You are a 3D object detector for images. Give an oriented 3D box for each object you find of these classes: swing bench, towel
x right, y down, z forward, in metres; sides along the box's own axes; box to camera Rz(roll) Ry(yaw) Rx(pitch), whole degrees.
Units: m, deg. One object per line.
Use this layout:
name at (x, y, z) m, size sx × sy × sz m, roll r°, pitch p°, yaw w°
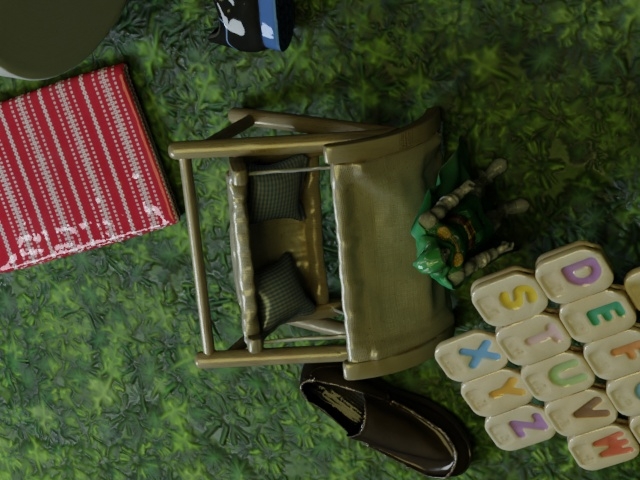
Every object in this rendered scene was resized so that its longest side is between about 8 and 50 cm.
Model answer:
swing bench at (0.000, 0.000, 1.685) m, size 0.254 × 0.165 × 0.253 m, roll 3°, pitch 111°, yaw 24°
towel at (-0.305, -0.081, 1.875) m, size 0.275 × 0.031 × 0.199 m, roll -14°, pitch 102°, yaw 27°

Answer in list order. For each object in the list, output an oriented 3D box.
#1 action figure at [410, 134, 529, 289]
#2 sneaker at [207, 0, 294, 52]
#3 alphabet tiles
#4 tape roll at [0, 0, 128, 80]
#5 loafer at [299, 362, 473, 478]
action figure at (0.142, -0.014, 1.572) m, size 0.063 × 0.232 × 0.137 m, roll -27°, pitch 98°, yaw 31°
sneaker at (-0.083, -0.304, 1.649) m, size 0.090 × 0.081 × 0.232 m, roll 4°, pitch 113°, yaw 17°
alphabet tiles at (0.270, 0.122, 1.618) m, size 0.278 × 0.021 × 0.284 m, roll -22°, pitch 123°, yaw 21°
tape roll at (-0.282, -0.349, 1.548) m, size 0.072 × 0.392 × 0.392 m, roll 11°, pitch 114°, yaw 21°
loafer at (0.064, 0.205, 1.788) m, size 0.220 × 0.078 × 0.080 m, roll 29°, pitch 120°, yaw 13°
